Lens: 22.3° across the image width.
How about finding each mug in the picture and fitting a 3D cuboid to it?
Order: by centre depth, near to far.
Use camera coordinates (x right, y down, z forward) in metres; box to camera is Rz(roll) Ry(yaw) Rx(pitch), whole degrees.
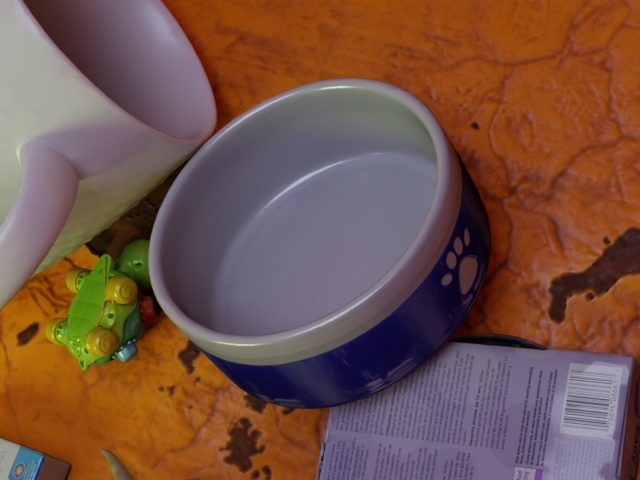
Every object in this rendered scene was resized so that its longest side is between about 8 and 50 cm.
[{"bbox_3d":[-0.294,-0.066,1.394,0.328,0.276,0.374,-38,36,20],"label":"mug"}]

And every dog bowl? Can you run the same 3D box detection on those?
[{"bbox_3d":[0.000,0.000,1.312,0.265,0.104,0.264,-17,48,20],"label":"dog bowl"}]

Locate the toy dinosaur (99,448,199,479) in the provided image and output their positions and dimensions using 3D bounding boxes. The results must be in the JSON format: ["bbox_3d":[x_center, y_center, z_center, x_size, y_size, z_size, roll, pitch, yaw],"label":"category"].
[{"bbox_3d":[-0.143,0.237,1.378,0.093,0.053,0.183,-31,64,14],"label":"toy dinosaur"}]

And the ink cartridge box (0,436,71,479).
[{"bbox_3d":[-0.298,0.220,1.455,0.122,0.052,0.088,15,80,26],"label":"ink cartridge box"}]

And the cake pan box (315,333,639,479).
[{"bbox_3d":[0.117,0.201,1.262,0.246,0.070,0.266,3,75,23],"label":"cake pan box"}]

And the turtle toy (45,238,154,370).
[{"bbox_3d":[-0.183,0.056,1.444,0.095,0.066,0.130,10,75,51],"label":"turtle toy"}]
